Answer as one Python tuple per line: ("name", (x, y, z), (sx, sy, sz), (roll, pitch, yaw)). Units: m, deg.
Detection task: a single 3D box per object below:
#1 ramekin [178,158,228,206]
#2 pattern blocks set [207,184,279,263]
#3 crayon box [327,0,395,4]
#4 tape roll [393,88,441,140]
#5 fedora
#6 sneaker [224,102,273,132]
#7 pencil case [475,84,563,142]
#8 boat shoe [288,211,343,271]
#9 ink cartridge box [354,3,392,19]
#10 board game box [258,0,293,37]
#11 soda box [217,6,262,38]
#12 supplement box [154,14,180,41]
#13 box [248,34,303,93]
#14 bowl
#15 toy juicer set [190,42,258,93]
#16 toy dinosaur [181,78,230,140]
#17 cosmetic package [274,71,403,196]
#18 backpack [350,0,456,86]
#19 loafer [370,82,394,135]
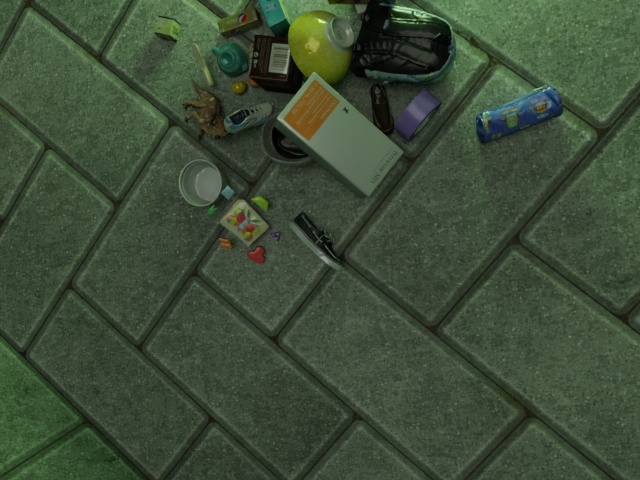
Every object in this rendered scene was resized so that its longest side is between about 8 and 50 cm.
("ramekin", (-0.515, -0.255, 1.843), (0.207, 0.109, 0.207), (1, 94, 12))
("pattern blocks set", (-0.333, -0.074, 1.805), (0.324, 0.026, 0.286), (31, 100, -11))
("crayon box", (0.118, -0.976, 1.545), (0.322, 0.203, 0.083), (9, 95, 14))
("tape roll", (0.375, -0.482, 1.594), (0.080, 0.189, 0.189), (42, 101, 6))
("fedora", (-0.103, -0.428, 1.730), (0.275, 0.124, 0.244), (-13, 93, -1))
("sneaker", (-0.300, -0.530, 1.749), (0.237, 0.086, 0.085), (-32, 84, -23))
("pencil case", (0.741, -0.477, 1.548), (0.305, 0.119, 0.133), (-20, 119, 12))
("boat shoe", (0.001, 0.000, 1.750), (0.105, 0.113, 0.306), (-47, 68, 5))
("ink cartridge box", (0.209, -0.983, 1.660), (0.150, 0.063, 0.109), (-19, 88, 14))
("board game box", (-0.195, -0.970, 1.652), (0.079, 0.254, 0.336), (-22, 89, 12))
("soda box", (-0.350, -0.943, 1.785), (0.181, 0.061, 0.058), (-13, 91, 13))
("supplement box", (-0.692, -0.957, 1.861), (0.083, 0.056, 0.083), (16, 97, 11))
("box", (-0.174, -0.716, 1.690), (0.166, 0.203, 0.169), (10, 95, 12))
("bowl", (0.036, -0.763, 1.582), (0.156, 0.289, 0.290), (-10, 92, 51))
("toy juicer set", (-0.391, -0.754, 1.805), (0.328, 0.089, 0.210), (3, 113, 10))
("toy dinosaur", (-0.484, -0.562, 1.812), (0.200, 0.127, 0.296), (-9, 88, 13))
("cosmetic package", (0.068, -0.395, 1.600), (0.453, 0.161, 0.230), (38, 89, -10))
("backpack", (0.338, -0.733, 1.573), (0.355, 0.273, 0.291), (16, 95, 31))
("loafer", (0.242, -0.537, 1.675), (0.080, 0.078, 0.220), (-16, 90, 13))
